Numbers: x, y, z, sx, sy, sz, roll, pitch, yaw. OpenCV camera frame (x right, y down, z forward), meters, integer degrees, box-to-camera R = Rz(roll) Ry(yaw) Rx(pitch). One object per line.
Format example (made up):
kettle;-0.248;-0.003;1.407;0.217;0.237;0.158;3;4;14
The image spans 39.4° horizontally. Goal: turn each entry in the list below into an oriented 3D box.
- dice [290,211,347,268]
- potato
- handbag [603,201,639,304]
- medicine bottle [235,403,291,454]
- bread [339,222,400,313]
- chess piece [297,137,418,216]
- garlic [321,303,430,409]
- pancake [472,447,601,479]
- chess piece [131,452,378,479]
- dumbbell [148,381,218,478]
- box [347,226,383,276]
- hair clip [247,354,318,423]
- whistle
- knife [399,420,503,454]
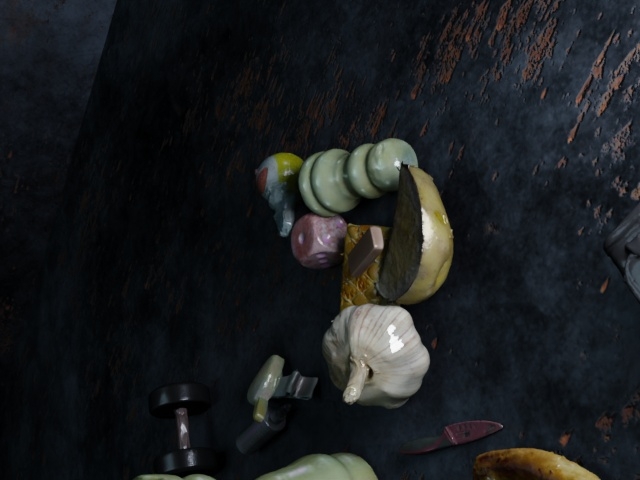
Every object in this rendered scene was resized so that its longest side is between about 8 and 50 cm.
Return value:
dice;0.000;0.000;1.801;0.093;0.091;0.094;-37;56;47
potato;0.178;-0.001;1.519;0.138;0.098;0.243;-140;56;-62
handbag;0.487;0.008;1.062;0.275;0.088;0.244;-54;52;39
medicine bottle;-0.115;0.399;1.929;0.199;0.057;0.058;-48;47;42
bread;0.095;0.064;1.668;0.125;0.068;0.188;3;86;56
chess piece;0.079;-0.128;1.687;0.243;0.133;0.133;-14;73;50
garlic;0.075;0.224;1.516;0.199;0.226;0.199;9;115;20
pancake;0.309;0.421;1.296;0.266;0.057;0.244;25;105;54
chess piece;-0.123;0.491;1.580;0.234;0.442;0.234;-17;69;55
dumbbell;-0.333;0.463;2.155;0.152;0.152;0.218;-39;53;46
box;0.081;0.021;1.594;0.115;0.025;0.048;124;140;-53
hair clip;-0.098;0.318;1.888;0.218;0.071;0.159;-19;38;58
whistle;-0.085;-0.103;1.897;0.123;0.123;0.223;-48;32;41
knife;0.214;0.328;1.494;0.247;0.018;0.035;-31;56;47
